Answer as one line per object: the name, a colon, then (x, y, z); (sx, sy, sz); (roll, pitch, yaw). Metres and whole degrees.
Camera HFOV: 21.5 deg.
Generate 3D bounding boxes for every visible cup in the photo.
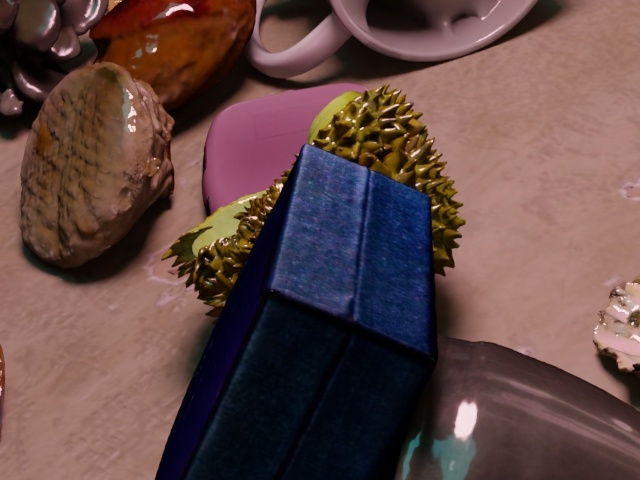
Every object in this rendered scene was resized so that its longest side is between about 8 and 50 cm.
cup: (0.044, -0.323, 1.758); (0.357, 0.259, 0.274); (-44, 36, 9)

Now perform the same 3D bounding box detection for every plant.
plant: (-0.370, -0.240, 1.771); (0.276, 0.188, 0.199); (4, 40, 21)

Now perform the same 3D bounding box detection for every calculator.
calculator: (-0.016, -0.071, 1.573); (0.194, 0.043, 0.294); (-12, 35, 1)

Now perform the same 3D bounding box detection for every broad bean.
broad bean: (-0.161, -0.201, 1.696); (0.228, 0.122, 0.156); (-43, 35, -14)

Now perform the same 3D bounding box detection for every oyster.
oyster: (0.295, 0.075, 1.283); (0.133, 0.072, 0.209); (-44, 27, -28)

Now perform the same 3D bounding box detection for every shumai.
shumai: (-0.193, -0.066, 1.562); (0.120, 0.201, 0.201); (15, 18, -39)

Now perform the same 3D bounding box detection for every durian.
durian: (0.004, -0.001, 1.348); (0.237, 0.200, 0.176); (-31, 73, 3)

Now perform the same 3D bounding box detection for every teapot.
teapot: (0.144, 0.202, 1.078); (0.239, 0.321, 0.239); (14, 82, 4)

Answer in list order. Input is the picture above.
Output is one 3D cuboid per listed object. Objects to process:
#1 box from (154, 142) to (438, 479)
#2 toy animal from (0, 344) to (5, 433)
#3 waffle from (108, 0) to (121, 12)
box: (-0.026, 0.106, 1.091); (0.116, 0.261, 0.279); (22, 20, -4)
toy animal: (-0.413, 0.083, 1.449); (0.284, 0.225, 0.302); (-27, 21, 14)
waffle: (-0.168, -0.276, 1.902); (0.153, 0.023, 0.097); (-14, 37, -1)
